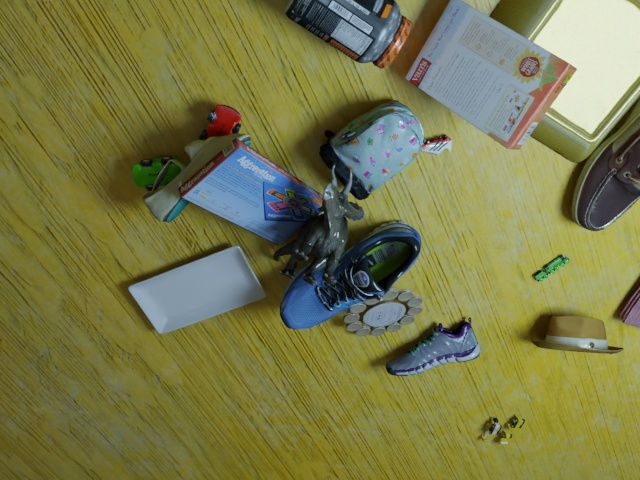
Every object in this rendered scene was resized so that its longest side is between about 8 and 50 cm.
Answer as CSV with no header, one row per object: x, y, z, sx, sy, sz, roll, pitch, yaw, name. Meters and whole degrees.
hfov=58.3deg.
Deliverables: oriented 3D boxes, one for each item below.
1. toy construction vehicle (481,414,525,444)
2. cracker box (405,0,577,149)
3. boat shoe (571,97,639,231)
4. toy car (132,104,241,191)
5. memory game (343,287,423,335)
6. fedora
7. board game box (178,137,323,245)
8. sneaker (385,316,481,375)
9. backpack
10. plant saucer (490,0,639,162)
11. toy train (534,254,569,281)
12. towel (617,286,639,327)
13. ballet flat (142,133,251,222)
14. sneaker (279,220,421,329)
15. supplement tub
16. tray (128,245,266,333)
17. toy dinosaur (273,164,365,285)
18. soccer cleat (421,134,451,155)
0.473,0.490,1.496,0.086,0.035,0.098,4,122,-16,toy construction vehicle
0.279,-0.280,0.965,0.232,0.067,0.155,42,118,22,cracker box
0.610,-0.150,1.081,0.123,0.123,0.342,20,115,-20,boat shoe
-0.247,-0.143,1.109,0.225,0.053,0.238,-5,119,2,toy car
0.140,0.161,1.274,0.186,0.012,0.186,-8,141,-7,memory game
0.576,0.209,1.292,0.195,0.194,0.079,5,83,-4,fedora
-0.114,-0.081,1.081,0.145,0.027,0.281,-36,145,18,board game box
0.254,0.244,1.338,0.224,0.083,0.098,-15,98,2,sneaker
0.106,-0.171,1.066,0.182,0.115,0.152,-36,113,18,backpack
0.458,-0.328,1.009,0.333,0.081,0.332,26,116,-15,plant saucer
0.508,0.061,1.263,0.083,0.017,0.024,-42,102,19,toy train
0.872,0.124,1.299,0.329,0.037,0.237,16,116,-12,towel
-0.234,-0.131,1.045,0.248,0.086,0.086,-40,113,20,ballet flat
0.058,0.071,1.147,0.330,0.147,0.129,-35,94,3,sneaker
0.048,-0.374,0.950,0.190,0.117,0.117,28,115,-17,supplement tub
-0.269,0.106,1.261,0.271,0.030,0.145,-20,119,9,tray
0.000,0.000,1.119,0.121,0.160,0.313,33,156,-4,toy dinosaur
0.215,-0.180,1.114,0.083,0.029,0.035,-14,115,1,soccer cleat
